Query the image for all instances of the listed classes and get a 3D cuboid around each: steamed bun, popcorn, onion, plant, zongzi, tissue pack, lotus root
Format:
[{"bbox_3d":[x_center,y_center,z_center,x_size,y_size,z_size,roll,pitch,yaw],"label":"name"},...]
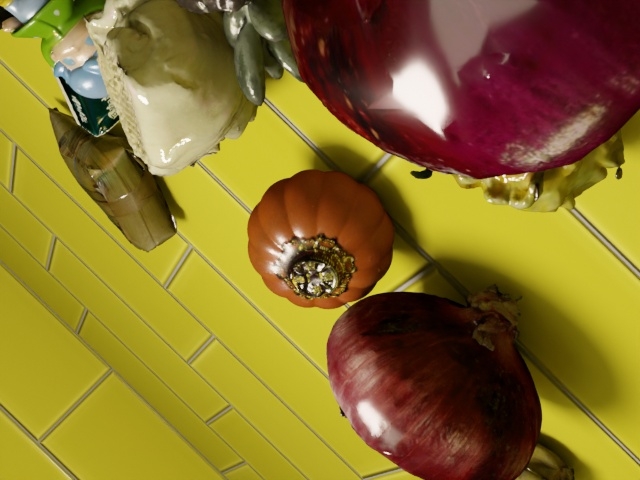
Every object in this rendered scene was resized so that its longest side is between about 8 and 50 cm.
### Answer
[{"bbox_3d":[-0.195,-0.234,1.422,0.320,0.206,0.275,-125,20,-50],"label":"steamed bun"},{"bbox_3d":[0.218,-0.097,1.041,0.173,0.195,0.168,19,137,32],"label":"popcorn"},{"bbox_3d":[0.185,0.186,1.444,0.347,0.347,0.285,38,110,11],"label":"onion"},{"bbox_3d":[-0.093,-0.308,1.239,0.149,0.146,0.274,28,155,52],"label":"plant"},{"bbox_3d":[-0.426,-0.125,2.020,0.289,0.123,0.260,32,156,44],"label":"zongzi"},{"bbox_3d":[0.198,-0.197,0.792,0.420,0.398,0.398,33,162,-30],"label":"onion"},{"bbox_3d":[-0.401,-0.281,1.752,0.090,0.103,0.170,27,149,30],"label":"tissue pack"},{"bbox_3d":[0.293,0.395,1.715,0.275,0.152,0.160,18,153,45],"label":"lotus root"}]

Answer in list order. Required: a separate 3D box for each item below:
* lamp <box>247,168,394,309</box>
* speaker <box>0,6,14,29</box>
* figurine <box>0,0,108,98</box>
[{"bbox_3d":[0.000,0.000,1.495,0.223,0.196,0.223,3,124,4],"label":"lamp"},{"bbox_3d":[-0.619,-0.509,1.714,0.180,0.184,0.388,37,142,11],"label":"speaker"},{"bbox_3d":[-0.386,-0.328,1.565,0.263,0.162,0.143,36,-159,-40],"label":"figurine"}]
